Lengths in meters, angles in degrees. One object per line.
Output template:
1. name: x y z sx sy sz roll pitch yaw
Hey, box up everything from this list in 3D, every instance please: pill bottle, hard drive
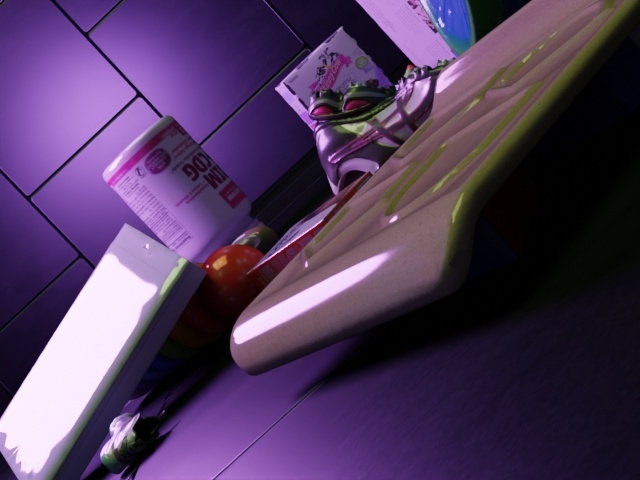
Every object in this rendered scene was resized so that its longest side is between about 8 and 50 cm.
1. pill bottle: -0.222 -0.062 1.832 0.160 0.283 0.160 -42 7 6
2. hard drive: -0.265 0.136 1.244 0.307 0.040 0.203 -58 33 -5

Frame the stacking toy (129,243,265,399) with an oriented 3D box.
1. stacking toy: -0.172 0.088 1.312 0.330 0.141 0.141 -30 13 42

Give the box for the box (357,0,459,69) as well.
1. box: 0.190 -0.356 1.511 0.058 0.232 0.322 -47 8 -24

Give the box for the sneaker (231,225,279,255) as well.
1. sneaker: -0.135 0.063 1.529 0.192 0.064 0.086 -39 15 28

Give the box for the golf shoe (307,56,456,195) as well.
1. golf shoe: 0.111 -0.123 1.135 0.273 0.120 0.105 -10 -5 41

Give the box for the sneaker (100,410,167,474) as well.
1. sneaker: -0.181 0.191 1.078 0.069 0.038 0.098 -40 16 12

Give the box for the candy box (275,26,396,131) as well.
1. candy box: 0.042 -0.274 2.010 0.165 0.196 0.070 -45 7 -12

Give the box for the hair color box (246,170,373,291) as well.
1. hair color box: 0.000 0.000 1.138 0.093 0.053 0.167 -47 9 -38

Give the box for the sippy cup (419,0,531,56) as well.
1. sippy cup: 0.204 -0.337 1.091 0.224 0.240 0.305 -26 -6 -1

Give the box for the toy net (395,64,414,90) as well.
1. toy net: 0.115 -0.227 1.714 0.232 0.045 0.122 -73 -5 -79

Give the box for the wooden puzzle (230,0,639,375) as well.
1. wooden puzzle: 0.106 -0.050 0.766 0.348 0.080 0.322 -52 10 -30
